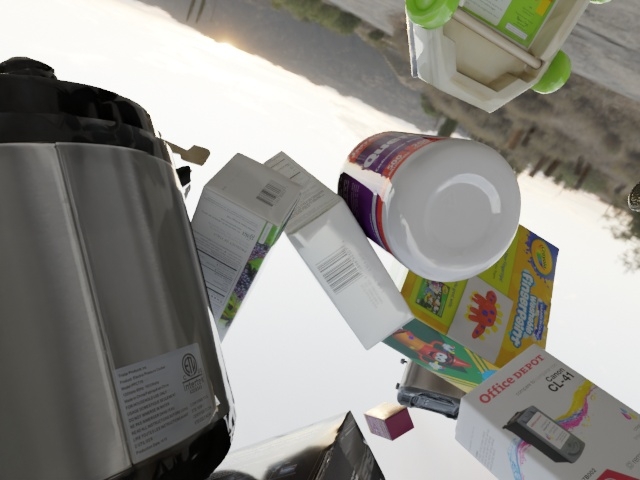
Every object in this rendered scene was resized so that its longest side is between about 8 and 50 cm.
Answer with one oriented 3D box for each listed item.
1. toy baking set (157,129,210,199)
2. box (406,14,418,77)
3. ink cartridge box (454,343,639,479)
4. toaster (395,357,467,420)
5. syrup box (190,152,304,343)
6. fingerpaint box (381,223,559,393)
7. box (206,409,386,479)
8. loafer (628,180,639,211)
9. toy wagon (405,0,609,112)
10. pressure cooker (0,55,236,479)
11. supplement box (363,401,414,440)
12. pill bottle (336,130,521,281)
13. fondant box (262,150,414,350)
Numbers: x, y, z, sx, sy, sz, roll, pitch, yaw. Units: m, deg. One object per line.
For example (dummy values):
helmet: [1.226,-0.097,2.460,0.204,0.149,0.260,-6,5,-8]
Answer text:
toy baking set: [-0.296,-0.096,0.888,0.196,0.256,0.030,56,-175,36]
box: [0.259,-0.477,1.031,0.074,0.293,0.295,-16,-162,-17]
ink cartridge box: [0.424,0.354,0.933,0.226,0.131,0.306,-25,-138,-28]
toaster: [0.318,0.376,1.425,0.227,0.129,0.146,12,-124,9]
syrup box: [-0.116,0.021,0.665,0.096,0.236,0.093,29,-143,-1]
fingerpaint box: [0.360,0.117,1.311,0.371,0.163,0.444,31,-129,-4]
box: [-0.162,0.305,0.439,0.097,0.395,0.318,63,-162,-5]
loafer: [0.645,-0.105,1.026,0.050,0.148,0.056,45,165,-14]
toy wagon: [0.237,-0.309,0.569,0.267,0.344,0.068,6,-150,-43]
pressure cooker: [-0.289,0.039,0.494,0.376,0.419,0.370,-14,177,-12]
supplement box: [0.126,0.334,0.997,0.055,0.043,0.083,-20,180,-24]
pill bottle: [0.132,-0.067,0.790,0.182,0.181,0.323,16,-171,-18]
fondant box: [0.000,0.000,0.893,0.238,0.096,0.330,57,177,-27]
